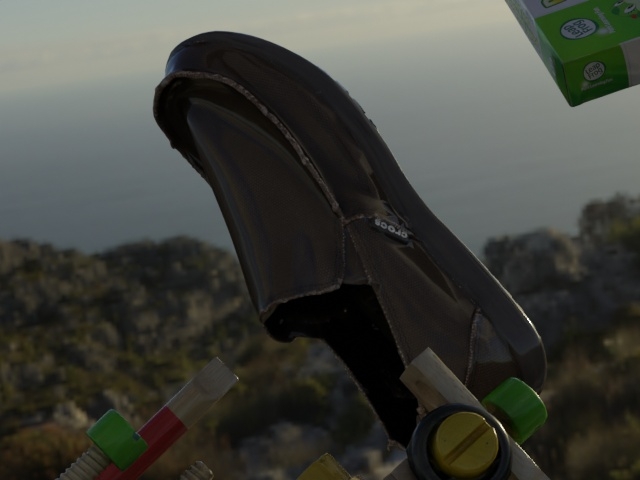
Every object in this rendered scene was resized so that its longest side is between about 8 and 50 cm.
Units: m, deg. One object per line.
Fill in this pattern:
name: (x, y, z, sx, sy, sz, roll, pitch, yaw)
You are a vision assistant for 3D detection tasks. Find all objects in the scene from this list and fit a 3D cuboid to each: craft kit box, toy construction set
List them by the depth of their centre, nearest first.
toy construction set: (0.010, 0.162, 0.884, 0.237, 0.257, 0.309, -44, 54, -14)
craft kit box: (0.304, -0.242, 1.311, 0.247, 0.061, 0.250, -21, 38, 2)

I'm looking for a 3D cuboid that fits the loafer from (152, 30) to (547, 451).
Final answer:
loafer: (0.000, 0.000, 1.002, 0.130, 0.366, 0.134, -36, -14, -34)
